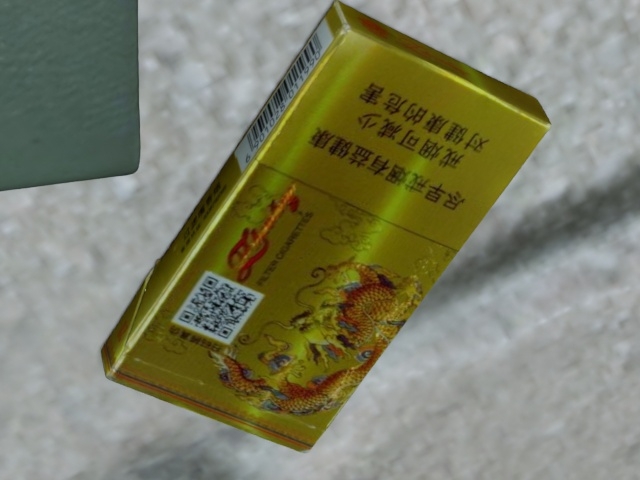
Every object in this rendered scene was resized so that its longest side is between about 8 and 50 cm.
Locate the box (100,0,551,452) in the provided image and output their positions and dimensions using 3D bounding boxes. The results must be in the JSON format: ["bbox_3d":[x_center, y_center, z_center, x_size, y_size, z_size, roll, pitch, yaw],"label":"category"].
[{"bbox_3d":[0.000,0.000,0.669,0.089,0.022,0.156,22,116,-24],"label":"box"}]

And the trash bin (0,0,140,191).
[{"bbox_3d":[-0.173,-0.084,0.489,0.240,0.164,0.122,-6,126,-13],"label":"trash bin"}]
